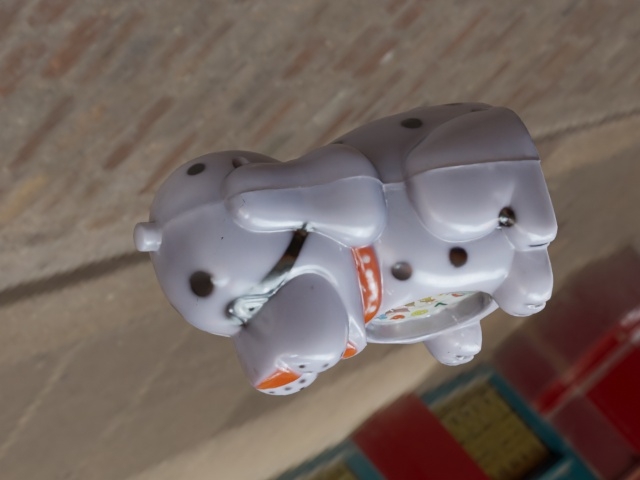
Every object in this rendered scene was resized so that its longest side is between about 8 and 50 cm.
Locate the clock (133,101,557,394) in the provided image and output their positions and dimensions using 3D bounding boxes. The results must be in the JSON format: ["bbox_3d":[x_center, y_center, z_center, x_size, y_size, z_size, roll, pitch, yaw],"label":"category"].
[{"bbox_3d":[0.003,0.002,0.972,0.254,0.189,0.189,-8,147,-33],"label":"clock"}]
